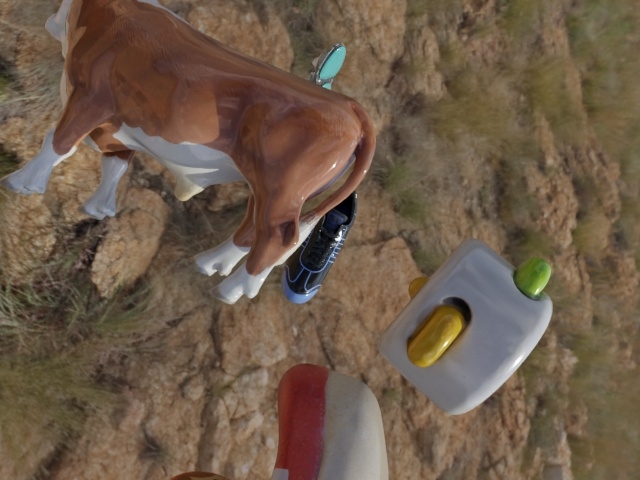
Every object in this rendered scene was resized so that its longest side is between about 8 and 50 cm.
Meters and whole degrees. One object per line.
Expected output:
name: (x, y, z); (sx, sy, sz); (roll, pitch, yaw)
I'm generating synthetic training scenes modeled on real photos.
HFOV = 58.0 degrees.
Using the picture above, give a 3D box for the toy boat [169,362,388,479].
toy boat: (-0.041, 0.195, 0.391); (0.151, 0.151, 0.231); (75, 30, -58)

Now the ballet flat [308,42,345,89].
ballet flat: (0.001, -0.234, 0.815); (0.041, 0.041, 0.114); (-31, 155, -38)

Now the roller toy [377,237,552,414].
roller toy: (0.167, 0.100, 0.708); (0.209, 0.146, 0.191); (-44, 168, -28)

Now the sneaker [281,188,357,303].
sneaker: (0.000, 0.000, 1.037); (0.081, 0.090, 0.232); (26, 61, -1)

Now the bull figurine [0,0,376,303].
bull figurine: (-0.118, -0.090, 0.435); (0.189, 0.310, 0.101); (-64, 165, 1)
